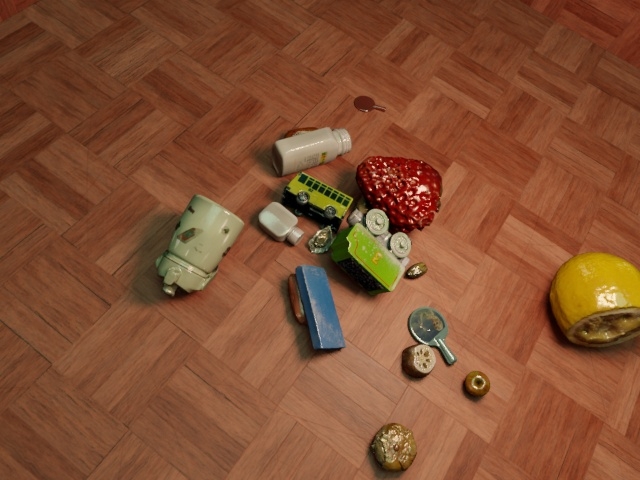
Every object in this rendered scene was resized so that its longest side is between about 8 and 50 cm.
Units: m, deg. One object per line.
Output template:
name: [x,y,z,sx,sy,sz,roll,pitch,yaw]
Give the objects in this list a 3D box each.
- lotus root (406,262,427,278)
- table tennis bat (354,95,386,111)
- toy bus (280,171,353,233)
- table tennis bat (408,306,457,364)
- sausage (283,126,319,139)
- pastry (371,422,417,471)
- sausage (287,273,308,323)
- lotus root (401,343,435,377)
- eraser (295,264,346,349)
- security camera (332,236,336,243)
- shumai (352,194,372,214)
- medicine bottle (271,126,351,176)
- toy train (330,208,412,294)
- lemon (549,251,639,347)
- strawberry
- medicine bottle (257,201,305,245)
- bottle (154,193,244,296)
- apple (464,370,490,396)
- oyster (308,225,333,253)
lotus root: [0.377,0.120,1.930,0.099,0.049,0.054,-22,77,-21]
table tennis bat: [0.234,-0.639,2.315,0.154,0.019,0.098,17,61,2]
toy bus: [-0.015,-0.157,1.961,0.262,0.128,0.150,29,61,4]
table tennis bat: [0.426,0.354,1.828,0.149,0.038,0.237,-24,66,-21]
sausage: [-0.072,-0.448,2.124,0.179,0.089,0.089,-13,66,-14]
pastry: [0.243,0.676,1.603,0.153,0.081,0.153,10,58,-16]
sausage: [-0.075,0.211,1.790,0.077,0.077,0.194,-8,65,-14]
lotus root: [0.358,0.429,1.757,0.112,0.081,0.122,15,61,-11]
eraser: [-0.002,0.240,1.760,0.144,0.042,0.312,13,55,-49]
security camera: [0.088,0.011,1.942,0.092,0.058,0.058,5,62,7]
shumai: [0.192,-0.110,1.999,0.123,0.105,0.139,23,86,-1]
medicine bottle: [-0.035,-0.376,2.039,0.324,0.179,0.124,-18,68,-18]
toy train: [0.189,0.038,1.841,0.307,0.173,0.249,43,63,-14]
lemon: [1.048,0.202,1.854,0.363,0.364,0.365,4,62,-8]
strawberry: [0.307,-0.216,1.939,0.345,0.295,0.318,35,64,-12]
medicine bottle: [-0.150,-0.060,1.919,0.183,0.069,0.119,38,62,11]
bottle: [-0.437,0.039,1.732,0.229,0.229,0.352,27,82,4]
apple: [0.557,0.511,1.747,0.089,0.074,0.090,3,63,-6]
oyster: [0.000,-0.001,1.922,0.100,0.037,0.098,-13,98,-8]
